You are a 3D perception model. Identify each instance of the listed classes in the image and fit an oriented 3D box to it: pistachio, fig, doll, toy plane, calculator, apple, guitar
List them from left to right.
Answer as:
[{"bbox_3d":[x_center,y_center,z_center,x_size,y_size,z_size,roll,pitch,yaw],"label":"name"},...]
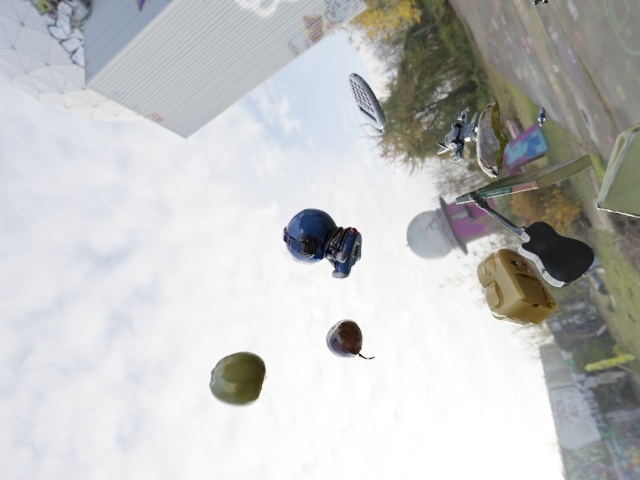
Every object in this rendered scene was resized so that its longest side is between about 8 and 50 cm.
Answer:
[{"bbox_3d":[-0.269,0.465,1.354,0.200,0.200,0.200,44,-148,-37],"label":"apple"},{"bbox_3d":[0.000,0.000,1.607,0.284,0.310,0.240,-33,-45,-62],"label":"doll"},{"bbox_3d":[0.097,0.392,1.554,0.148,0.149,0.202,-32,-60,-33],"label":"fig"},{"bbox_3d":[0.193,-0.549,1.642,0.185,0.041,0.299,52,-179,40],"label":"calculator"},{"bbox_3d":[0.474,-0.358,1.446,0.088,0.262,0.192,13,-101,-19],"label":"toy plane"},{"bbox_3d":[0.381,-0.226,0.917,0.089,0.049,0.173,-136,37,-74],"label":"pistachio"},{"bbox_3d":[0.360,-0.016,0.719,0.233,0.088,0.025,45,168,25],"label":"guitar"}]

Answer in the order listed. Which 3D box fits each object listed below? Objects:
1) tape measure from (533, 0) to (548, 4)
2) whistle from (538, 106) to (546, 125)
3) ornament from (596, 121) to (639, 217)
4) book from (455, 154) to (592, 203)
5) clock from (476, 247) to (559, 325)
[{"bbox_3d":[0.785,-0.990,1.400,0.207,0.115,0.235,54,-150,-81],"label":"tape measure"},{"bbox_3d":[0.932,-0.523,1.707,0.033,0.029,0.083,21,-105,-32],"label":"whistle"},{"bbox_3d":[0.603,-0.112,0.758,0.201,0.180,0.059,57,-166,-9],"label":"ornament"},{"bbox_3d":[0.689,-0.200,1.413,0.043,0.260,0.371,69,161,-5],"label":"book"},{"bbox_3d":[0.796,0.179,1.690,0.244,0.200,0.317,18,-134,-21],"label":"clock"}]
